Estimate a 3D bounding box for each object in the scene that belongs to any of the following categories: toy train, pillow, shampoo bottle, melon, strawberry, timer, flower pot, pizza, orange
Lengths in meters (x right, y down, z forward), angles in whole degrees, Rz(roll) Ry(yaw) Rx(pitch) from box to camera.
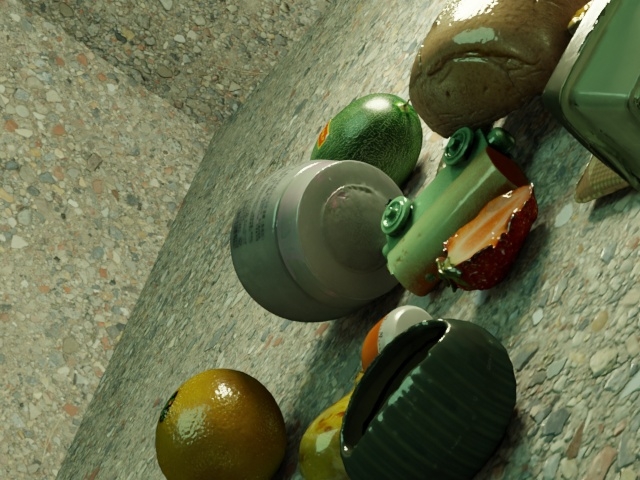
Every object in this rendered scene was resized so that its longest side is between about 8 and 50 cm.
[{"bbox_3d":[0.202,-0.042,1.875,0.285,0.116,0.177,-48,30,24],"label":"toy train"},{"bbox_3d":[0.401,-0.141,1.589,0.211,0.034,0.135,-61,15,-24],"label":"pillow"},{"bbox_3d":[0.000,0.000,2.066,0.266,0.273,0.273,-12,46,57],"label":"shampoo bottle"},{"bbox_3d":[0.089,-0.166,2.297,0.288,0.182,0.182,-46,18,36],"label":"melon"},{"bbox_3d":[0.240,-0.001,1.708,0.187,0.082,0.146,-47,22,9],"label":"strawberry"},{"bbox_3d":[0.108,0.164,1.748,0.136,0.099,0.136,-56,2,3],"label":"timer"},{"bbox_3d":[0.130,0.207,1.473,0.243,0.157,0.189,-55,14,9],"label":"flower pot"},{"bbox_3d":[0.030,0.288,1.757,0.188,0.080,0.204,-54,17,7],"label":"pizza"},{"bbox_3d":[-0.164,0.324,2.017,0.236,0.236,0.236,-50,17,21],"label":"orange"}]

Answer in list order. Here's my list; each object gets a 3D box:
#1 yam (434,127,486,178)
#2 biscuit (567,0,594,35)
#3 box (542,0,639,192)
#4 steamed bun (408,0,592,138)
[{"bbox_3d":[0.246,-0.171,2.076,0.061,0.061,0.274,-32,30,56],"label":"yam"},{"bbox_3d":[0.480,-0.341,1.647,0.054,0.094,0.378,-58,15,-27],"label":"biscuit"},{"bbox_3d":[0.399,-0.205,1.388,0.290,0.220,0.166,-58,28,-10],"label":"box"},{"bbox_3d":[0.267,-0.308,1.918,0.251,0.199,0.301,-40,8,-34],"label":"steamed bun"}]
